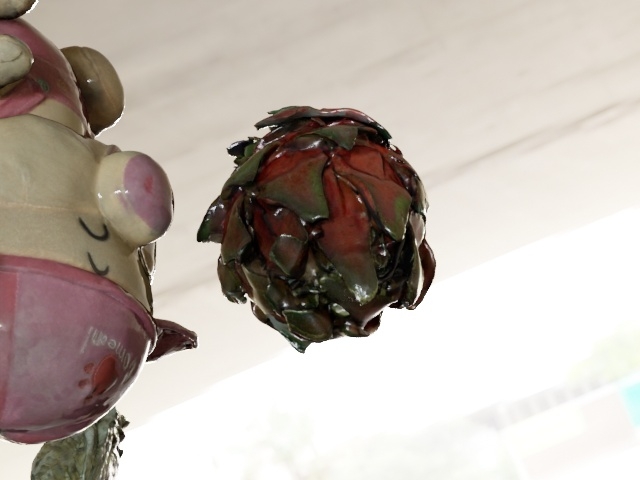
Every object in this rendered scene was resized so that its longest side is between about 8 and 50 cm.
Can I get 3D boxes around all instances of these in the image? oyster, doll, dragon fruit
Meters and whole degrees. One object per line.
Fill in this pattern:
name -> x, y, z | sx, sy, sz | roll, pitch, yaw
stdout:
oyster -> -0.172, 0.180, 1.411 | 0.064, 0.125, 0.177 | -4, -11, 7
doll -> -0.152, -0.016, 1.024 | 0.196, 0.256, 0.152 | 14, -42, -39
dragon fruit -> 0.001, -0.006, 1.453 | 0.182, 0.188, 0.182 | 9, -33, 6
